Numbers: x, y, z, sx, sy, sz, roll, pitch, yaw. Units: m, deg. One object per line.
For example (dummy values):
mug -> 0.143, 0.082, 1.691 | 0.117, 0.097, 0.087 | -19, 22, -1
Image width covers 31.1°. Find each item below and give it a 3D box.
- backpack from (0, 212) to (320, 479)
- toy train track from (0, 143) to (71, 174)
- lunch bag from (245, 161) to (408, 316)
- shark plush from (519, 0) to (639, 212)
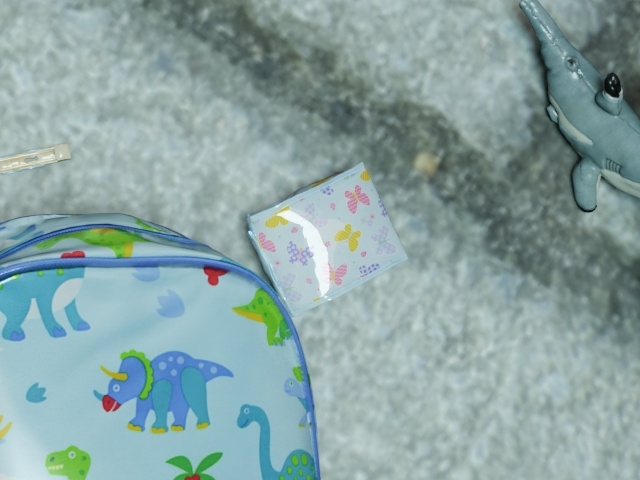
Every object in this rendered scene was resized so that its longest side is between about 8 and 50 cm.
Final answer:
backpack -> -0.117, 0.165, 0.593 | 0.290, 0.273, 0.356 | 1, 61, -17
toy train track -> -0.195, -0.047, 0.706 | 0.083, 0.014, 0.048 | -13, 88, -12
lunch bag -> 0.000, 0.000, 0.719 | 0.083, 0.053, 0.071 | -28, 93, -21
shark plush -> 0.188, -0.095, 0.753 | 0.073, 0.067, 0.161 | -23, 90, -11
